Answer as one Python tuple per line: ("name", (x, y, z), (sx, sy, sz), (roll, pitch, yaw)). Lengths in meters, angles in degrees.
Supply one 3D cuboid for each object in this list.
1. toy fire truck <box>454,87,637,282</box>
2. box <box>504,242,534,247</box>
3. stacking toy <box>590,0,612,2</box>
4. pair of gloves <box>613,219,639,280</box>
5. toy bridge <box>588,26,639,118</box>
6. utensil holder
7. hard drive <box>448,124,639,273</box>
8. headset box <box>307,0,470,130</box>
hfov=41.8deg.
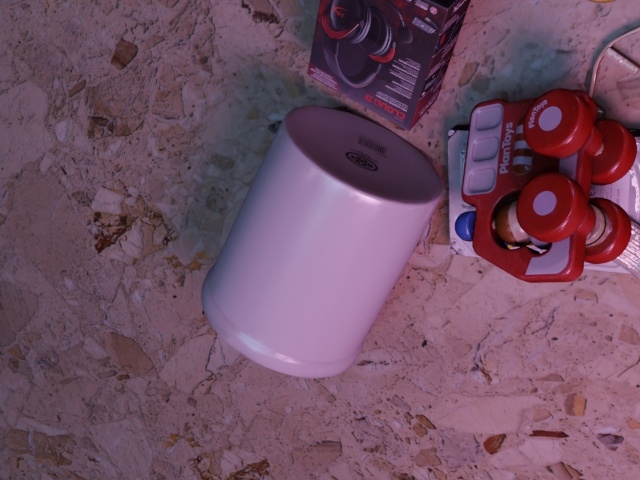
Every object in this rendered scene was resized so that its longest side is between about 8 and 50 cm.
("toy fire truck", (0.325, -0.083, 1.286), (0.254, 0.169, 0.302), (-4, 73, 48))
("box", (0.359, -0.024, 1.380), (0.169, 0.059, 0.054), (-5, 105, 31))
("stacking toy", (0.328, -0.499, 1.243), (0.309, 0.130, 0.280), (13, 115, 24))
("pair of gloves", (0.593, -0.004, 1.302), (0.204, 0.042, 0.240), (38, 113, -4))
("toy bridge", (0.471, -0.283, 1.311), (0.063, 0.026, 0.188), (40, 123, 11))
("utensil holder", (0.000, 0.000, 1.509), (0.327, 0.327, 0.385), (35, 121, 13))
("hard drive", (0.385, -0.074, 1.421), (0.339, 0.064, 0.237), (7, 112, 28))
("headset box", (0.107, -0.338, 1.394), (0.218, 0.110, 0.293), (32, 145, 13))
